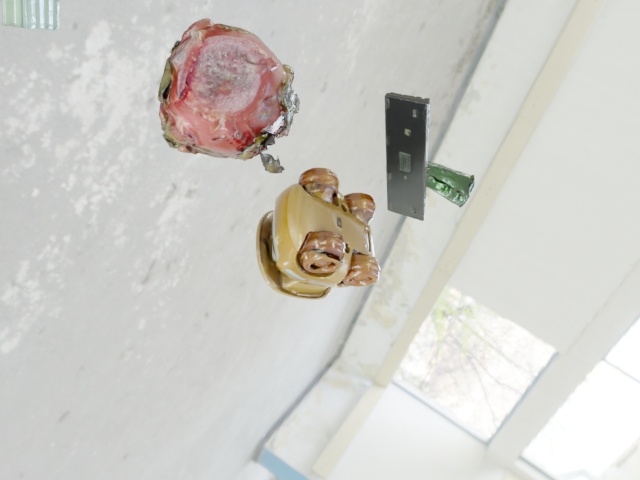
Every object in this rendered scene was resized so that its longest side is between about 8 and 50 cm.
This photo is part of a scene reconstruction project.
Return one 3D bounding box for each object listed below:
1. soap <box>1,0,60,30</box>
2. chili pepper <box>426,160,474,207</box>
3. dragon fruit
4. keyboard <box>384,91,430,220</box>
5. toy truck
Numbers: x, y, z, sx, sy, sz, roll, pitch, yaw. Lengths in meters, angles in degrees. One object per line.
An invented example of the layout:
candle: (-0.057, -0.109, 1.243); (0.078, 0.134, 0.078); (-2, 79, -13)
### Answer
soap: (-0.559, -0.513, 1.231); (0.119, 0.066, 0.198); (-68, 167, -73)
chili pepper: (0.263, -0.168, 1.530); (0.088, 0.226, 0.059); (-65, -168, -11)
dragon fruit: (-0.172, -0.264, 1.194); (0.291, 0.268, 0.250); (146, -41, -82)
keyboard: (0.191, -0.174, 1.368); (0.027, 0.106, 0.317); (-54, 151, -37)
toy truck: (0.000, 0.000, 1.303); (0.288, 0.211, 0.205); (23, 55, -46)
